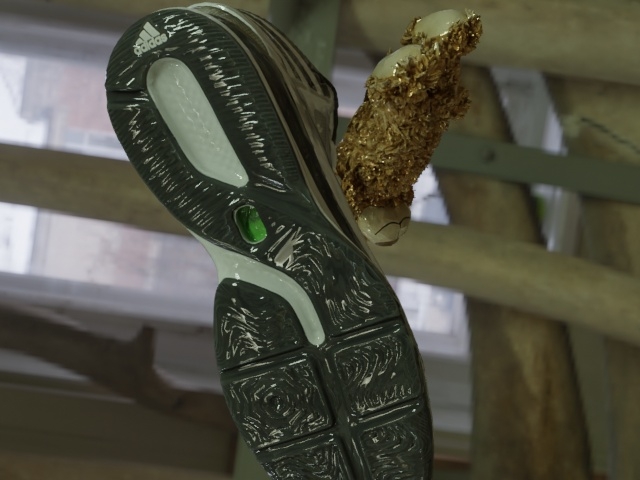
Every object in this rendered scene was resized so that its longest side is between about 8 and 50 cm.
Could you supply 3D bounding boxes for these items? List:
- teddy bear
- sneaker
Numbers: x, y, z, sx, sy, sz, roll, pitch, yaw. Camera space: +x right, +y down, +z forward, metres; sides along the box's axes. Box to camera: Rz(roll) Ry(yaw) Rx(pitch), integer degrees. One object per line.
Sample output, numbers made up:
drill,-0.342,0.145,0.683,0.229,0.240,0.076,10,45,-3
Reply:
teddy bear,0.083,-0.105,1.433,0.338,0.113,0.245,-61,-7,29
sneaker,0.001,-0.001,1.113,0.447,0.169,0.257,67,-158,-9
